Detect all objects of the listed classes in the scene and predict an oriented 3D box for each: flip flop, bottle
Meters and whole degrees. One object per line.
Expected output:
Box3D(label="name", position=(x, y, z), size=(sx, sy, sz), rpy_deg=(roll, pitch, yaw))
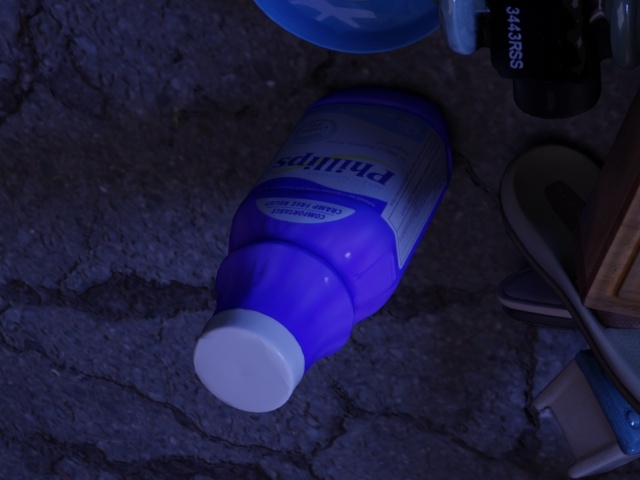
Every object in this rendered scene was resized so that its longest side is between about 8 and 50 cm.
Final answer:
Box3D(label="flip flop", position=(0.224, 0.029, 1.024), size=(0.277, 0.112, 0.080), rpy_deg=(53, 149, 24))
Box3D(label="bottle", position=(0.000, 0.000, 1.041), size=(0.118, 0.283, 0.092), rpy_deg=(7, 127, 21))

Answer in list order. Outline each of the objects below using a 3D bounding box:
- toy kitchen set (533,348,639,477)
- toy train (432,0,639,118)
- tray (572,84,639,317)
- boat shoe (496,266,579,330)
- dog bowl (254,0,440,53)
Box3D(label="toy kitchen set", position=(0.289, 0.144, 1.137), size=(0.122, 0.207, 0.166), rpy_deg=(-44, 60, 40))
Box3D(label="toy train", position=(0.136, -0.239, 0.866), size=(0.142, 0.190, 0.334), rpy_deg=(7, 125, 23))
Box3D(label="tray", position=(0.372, -0.013, 0.871), size=(0.410, 0.076, 0.203), rpy_deg=(12, 130, -6))
Box3D(label="boat shoe", position=(0.229, 0.057, 1.121), size=(0.206, 0.075, 0.065), rpy_deg=(1, 122, 17))
Box3D(label="dog bowl", position=(0.014, -0.266, 0.976), size=(0.165, 0.074, 0.297), rpy_deg=(2, 125, 22))
